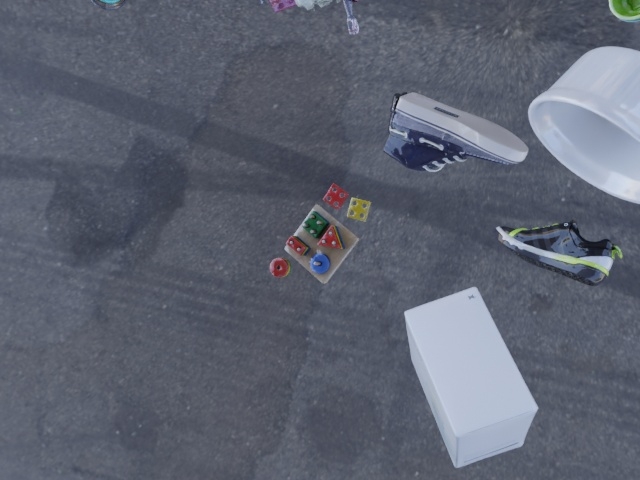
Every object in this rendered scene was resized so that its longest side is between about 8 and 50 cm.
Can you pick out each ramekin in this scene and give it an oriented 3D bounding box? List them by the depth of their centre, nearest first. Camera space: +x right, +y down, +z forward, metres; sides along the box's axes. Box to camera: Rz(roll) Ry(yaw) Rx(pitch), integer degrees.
[{"bbox_3d":[0.511,-0.199,1.035,0.277,0.277,0.135,40,89,0],"label":"ramekin"}]

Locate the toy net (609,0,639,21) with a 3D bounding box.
[{"bbox_3d":[0.418,-0.418,0.895,0.232,0.045,0.122,47,121,30],"label":"toy net"}]

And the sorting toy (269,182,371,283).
[{"bbox_3d":[0.000,0.000,1.370,0.132,0.046,0.274,41,103,19],"label":"sorting toy"}]

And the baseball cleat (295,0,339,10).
[{"bbox_3d":[-0.007,-0.508,1.175,0.072,0.206,0.109,-20,106,24],"label":"baseball cleat"}]

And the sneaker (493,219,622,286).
[{"bbox_3d":[0.437,0.005,1.121,0.235,0.084,0.097,27,89,43],"label":"sneaker"}]

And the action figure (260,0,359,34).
[{"bbox_3d":[0.015,-0.752,1.682,0.370,0.275,0.248,-2,154,4],"label":"action figure"}]

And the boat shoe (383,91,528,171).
[{"bbox_3d":[0.310,-0.222,1.447,0.341,0.127,0.158,30,125,22],"label":"boat shoe"}]

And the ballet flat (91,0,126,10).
[{"bbox_3d":[-0.310,-0.388,0.843,0.074,0.074,0.203,-23,73,23],"label":"ballet flat"}]

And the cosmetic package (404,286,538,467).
[{"bbox_3d":[0.250,0.241,1.045,0.138,0.224,0.224,-19,146,-1],"label":"cosmetic package"}]
